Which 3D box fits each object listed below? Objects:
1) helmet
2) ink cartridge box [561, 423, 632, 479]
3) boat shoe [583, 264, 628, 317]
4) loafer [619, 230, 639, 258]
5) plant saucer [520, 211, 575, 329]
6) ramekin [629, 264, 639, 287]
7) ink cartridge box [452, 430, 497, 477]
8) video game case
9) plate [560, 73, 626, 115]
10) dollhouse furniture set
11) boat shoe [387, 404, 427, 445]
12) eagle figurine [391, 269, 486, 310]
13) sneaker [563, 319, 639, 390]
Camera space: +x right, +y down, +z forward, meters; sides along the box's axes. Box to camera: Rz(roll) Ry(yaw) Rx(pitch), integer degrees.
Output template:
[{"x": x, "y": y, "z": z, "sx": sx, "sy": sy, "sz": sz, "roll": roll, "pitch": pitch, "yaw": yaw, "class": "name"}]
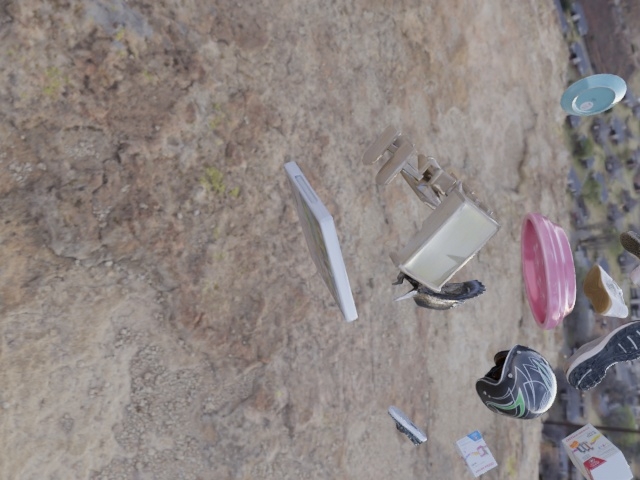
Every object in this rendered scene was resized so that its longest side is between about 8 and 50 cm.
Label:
[{"x": 0.462, "y": 0.329, "z": 1.258, "sx": 0.169, "sy": 0.161, "sz": 0.169, "roll": 14, "pitch": 62, "yaw": -29, "class": "helmet"}, {"x": 0.969, "y": 0.765, "z": 1.910, "sx": 0.128, "sy": 0.176, "sz": 0.127, "roll": -31, "pitch": 105, "yaw": 0, "class": "ink cartridge box"}, {"x": 0.987, "y": 0.183, "z": 1.871, "sx": 0.096, "sy": 0.098, "sz": 0.277, "roll": 23, "pitch": 32, "yaw": 2, "class": "boat shoe"}, {"x": 0.975, "y": 0.019, "z": 1.653, "sx": 0.148, "sy": 0.056, "sz": 0.050, "roll": 42, "pitch": 60, "yaw": -6, "class": "loafer"}, {"x": 0.638, "y": 0.083, "z": 1.523, "sx": 0.332, "sy": 0.084, "sz": 0.332, "roll": -6, "pitch": 90, "yaw": -79, "class": "plant saucer"}, {"x": 1.000, "y": 0.076, "z": 1.471, "sx": 0.273, "sy": 0.273, "sz": 0.127, "roll": 6, "pitch": 48, "yaw": -47, "class": "ramekin"}, {"x": 0.509, "y": 0.703, "z": 1.786, "sx": 0.088, "sy": 0.052, "sz": 0.122, "roll": -23, "pitch": 68, "yaw": -13, "class": "ink cartridge box"}, {"x": 0.000, "y": 0.000, "z": 1.387, "sx": 0.036, "sy": 0.300, "sz": 0.329, "roll": -21, "pitch": 128, "yaw": -8, "class": "video game case"}, {"x": 0.853, "y": -0.445, "z": 1.696, "sx": 0.188, "sy": 0.188, "sz": 0.024, "roll": 29, "pitch": 52, "yaw": -41, "class": "plate"}, {"x": 0.305, "y": -0.082, "z": 1.598, "sx": 0.362, "sy": 0.256, "sz": 0.394, "roll": 31, "pitch": 21, "yaw": -29, "class": "dollhouse furniture set"}, {"x": 0.234, "y": 0.518, "z": 1.507, "sx": 0.142, "sy": 0.040, "sz": 0.049, "roll": 43, "pitch": 11, "yaw": -5, "class": "boat shoe"}, {"x": 0.437, "y": 0.175, "z": 2.037, "sx": 0.298, "sy": 0.225, "sz": 0.226, "roll": 33, "pitch": 27, "yaw": 3, "class": "eagle figurine"}, {"x": 0.801, "y": 0.306, "z": 1.527, "sx": 0.100, "sy": 0.271, "sz": 0.108, "roll": 52, "pitch": 11, "yaw": -6, "class": "sneaker"}]
